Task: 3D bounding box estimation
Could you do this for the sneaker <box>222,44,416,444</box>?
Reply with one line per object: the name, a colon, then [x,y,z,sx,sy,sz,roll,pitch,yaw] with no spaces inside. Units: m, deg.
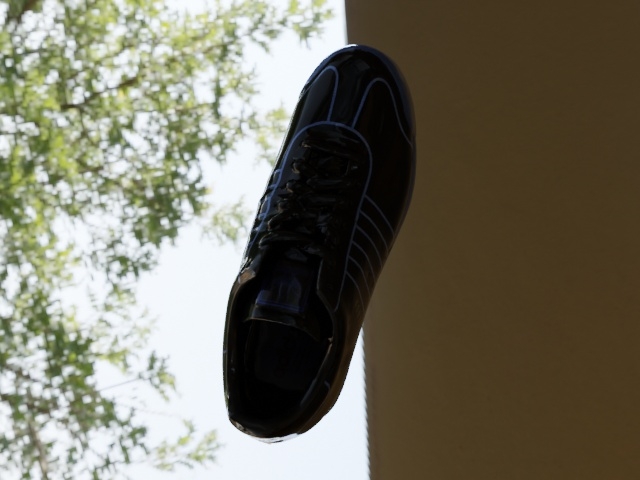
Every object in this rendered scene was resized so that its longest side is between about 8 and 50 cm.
sneaker: [0.000,0.000,0.524,0.081,0.090,0.232,11,-89,11]
